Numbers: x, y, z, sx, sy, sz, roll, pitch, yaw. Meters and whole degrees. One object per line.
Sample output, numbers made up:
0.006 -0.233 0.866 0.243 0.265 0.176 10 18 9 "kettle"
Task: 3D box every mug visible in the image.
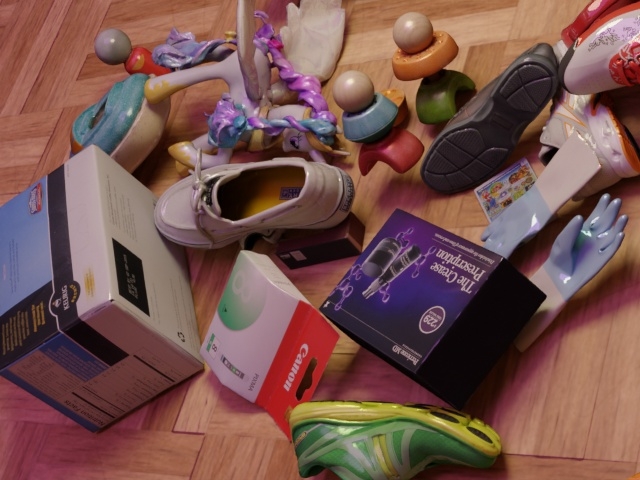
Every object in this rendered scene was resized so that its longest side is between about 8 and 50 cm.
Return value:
0.410 -0.298 1.698 0.169 0.113 0.150 -52 -1 30 "mug"

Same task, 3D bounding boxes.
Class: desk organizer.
0.000 0.000 1.934 0.130 0.047 0.050 -13 50 31 "desk organizer"

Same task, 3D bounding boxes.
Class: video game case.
0.268 -0.051 1.784 0.087 0.011 0.122 -34 44 15 "video game case"

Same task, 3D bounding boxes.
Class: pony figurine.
-0.108 -0.266 2.095 0.363 0.303 0.351 -1 91 34 "pony figurine"

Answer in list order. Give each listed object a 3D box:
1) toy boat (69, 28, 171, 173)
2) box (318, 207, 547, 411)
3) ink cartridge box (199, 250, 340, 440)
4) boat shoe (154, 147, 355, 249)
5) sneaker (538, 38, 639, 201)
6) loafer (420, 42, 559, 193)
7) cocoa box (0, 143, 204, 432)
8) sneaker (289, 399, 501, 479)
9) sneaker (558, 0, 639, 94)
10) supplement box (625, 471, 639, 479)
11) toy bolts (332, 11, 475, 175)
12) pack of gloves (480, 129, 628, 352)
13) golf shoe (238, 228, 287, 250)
-0.365 -0.241 2.305 0.267 0.148 0.318 -40 29 41 "toy boat"
0.139 0.083 1.685 0.184 0.103 0.261 -54 31 -5 "box"
-0.078 0.146 1.829 0.225 0.056 0.181 47 120 49 "ink cartridge box"
-0.139 -0.064 1.932 0.367 0.156 0.136 -2 76 37 "boat shoe"
0.337 -0.165 1.757 0.121 0.099 0.262 -33 43 20 "sneaker"
0.243 -0.170 1.815 0.267 0.096 0.084 -47 11 37 "loafer"
-0.356 0.075 2.022 0.228 0.231 0.347 -32 44 16 "cocoa box"
0.095 0.266 1.635 0.295 0.109 0.124 -1 85 33 "sneaker"
0.434 -0.232 1.606 0.270 0.090 0.145 -28 43 12 "sneaker"
0.375 0.272 1.388 0.062 0.098 0.036 -33 48 13 "supplement box"
0.084 -0.218 1.906 0.218 0.158 0.228 -6 37 40 "toy bolts"
0.281 -0.006 1.657 0.232 0.046 0.195 -51 39 26 "pack of gloves"
-0.059 -0.037 2.009 0.176 0.069 0.086 -22 65 32 "golf shoe"
